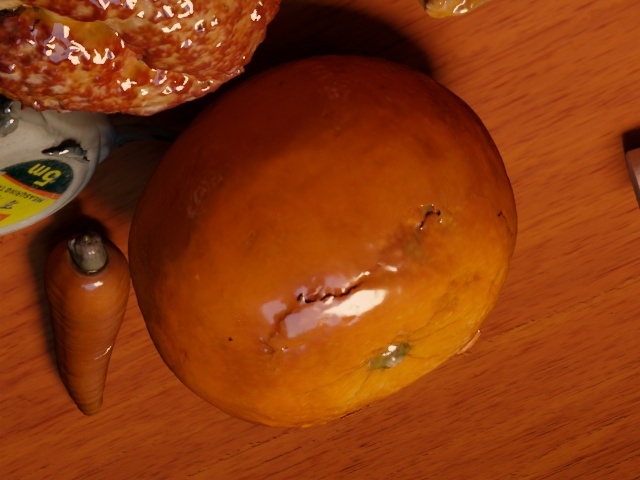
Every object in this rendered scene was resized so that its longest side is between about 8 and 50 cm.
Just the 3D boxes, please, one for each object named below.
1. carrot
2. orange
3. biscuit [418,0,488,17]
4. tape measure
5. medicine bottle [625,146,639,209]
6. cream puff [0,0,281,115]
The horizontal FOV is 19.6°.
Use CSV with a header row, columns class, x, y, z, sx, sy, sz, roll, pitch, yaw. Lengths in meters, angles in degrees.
class,x,y,z,sx,sy,sz,roll,pitch,yaw
carrot,-0.197,0.074,1.543,0.069,0.069,0.336,-6,154,-12
orange,0.000,0.000,1.317,0.284,0.226,0.284,-27,152,-16
biscuit,0.136,-0.279,1.071,0.054,0.094,0.379,3,145,-24
tape measure,-0.186,-0.050,1.354,0.164,0.084,0.330,-26,161,18
medicine bottle,0.347,-0.056,1.487,0.186,0.103,0.103,-17,148,6
cream puff,-0.134,-0.161,1.093,0.240,0.164,0.240,1,159,0
